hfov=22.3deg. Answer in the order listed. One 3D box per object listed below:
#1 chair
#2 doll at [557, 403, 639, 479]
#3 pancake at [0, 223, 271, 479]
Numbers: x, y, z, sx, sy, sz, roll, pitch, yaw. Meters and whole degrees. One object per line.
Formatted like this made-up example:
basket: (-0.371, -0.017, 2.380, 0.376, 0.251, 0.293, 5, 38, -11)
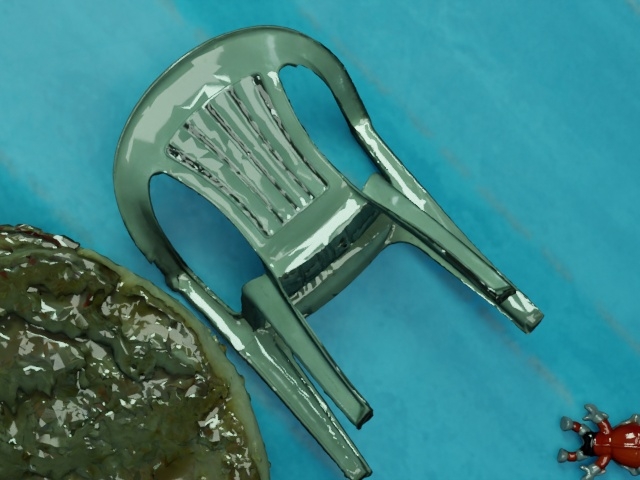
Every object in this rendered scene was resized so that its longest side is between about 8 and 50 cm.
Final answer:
chair: (0.000, 0.000, 1.169, 0.203, 0.190, 0.274, -43, 71, -6)
doll: (0.247, 0.164, 1.296, 0.114, 0.039, 0.057, 3, 64, -1)
pancake: (-0.225, 0.171, 1.169, 0.382, 0.071, 0.382, 0, 98, -1)
